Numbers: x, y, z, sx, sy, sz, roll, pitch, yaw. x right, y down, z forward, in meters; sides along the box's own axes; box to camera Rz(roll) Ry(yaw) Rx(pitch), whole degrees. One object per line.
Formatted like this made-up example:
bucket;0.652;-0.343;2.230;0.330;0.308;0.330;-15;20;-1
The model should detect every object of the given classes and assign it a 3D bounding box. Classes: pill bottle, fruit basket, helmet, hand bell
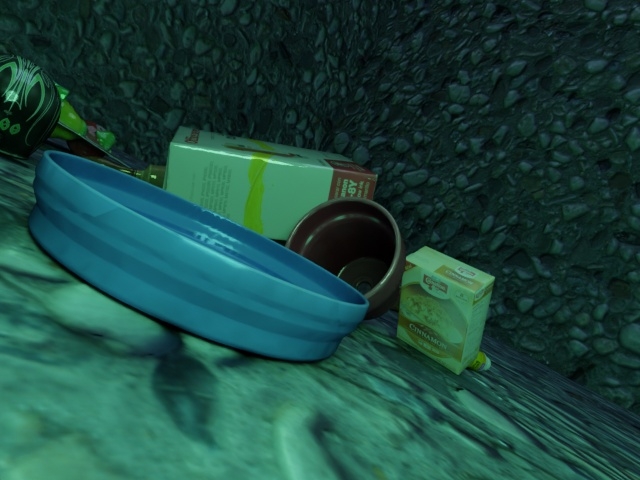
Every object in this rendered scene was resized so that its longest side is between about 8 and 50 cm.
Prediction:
pill bottle;0.319;0.248;0.955;0.083;0.043;0.043;25;2;-29
fruit basket;-0.664;-0.312;1.222;0.353;0.165;0.327;29;-1;-39
helmet;-0.539;-0.240;0.791;0.170;0.161;0.169;27;1;-1
hand bell;-0.479;-0.169;1.148;0.242;0.126;0.126;11;8;-26

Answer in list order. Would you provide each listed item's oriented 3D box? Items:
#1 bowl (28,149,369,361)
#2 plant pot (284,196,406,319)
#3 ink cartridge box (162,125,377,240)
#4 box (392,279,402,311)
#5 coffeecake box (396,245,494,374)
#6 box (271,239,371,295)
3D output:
bowl;-0.132;0.019;0.539;0.391;0.077;0.391;27;1;-1
plant pot;0.058;0.052;0.801;0.201;0.201;0.180;27;-14;31
ink cartridge box;-0.117;-0.116;0.946;0.385;0.160;0.279;6;18;-16
box;0.266;0.163;1.456;0.257;0.122;0.128;25;2;-43
coffeecake box;0.219;0.124;0.825;0.068;0.185;0.142;-25;38;-36
box;-0.023;0.051;1.039;0.290;0.087;0.169;27;2;20
